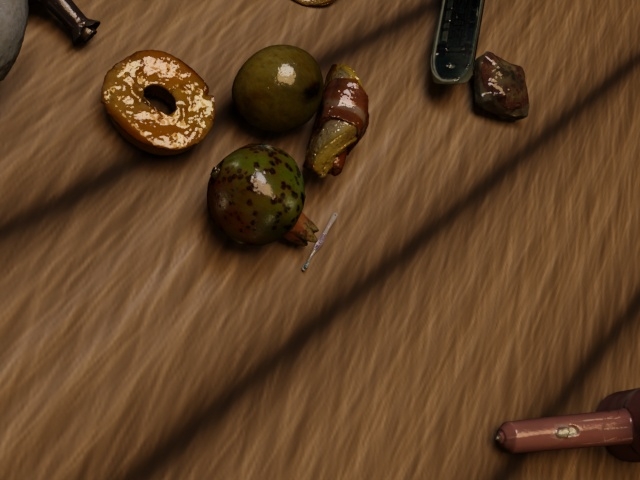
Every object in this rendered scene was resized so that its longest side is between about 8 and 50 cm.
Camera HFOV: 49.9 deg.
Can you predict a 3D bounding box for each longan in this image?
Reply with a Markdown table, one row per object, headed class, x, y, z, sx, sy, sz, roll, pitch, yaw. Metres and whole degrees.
| class | x | y | z | sx | sy | sz | roll | pitch | yaw |
| --- | --- | --- | --- | --- | --- | --- | --- | --- | --- |
| longan | -0.078 | -0.259 | 1.158 | 0.176 | 0.145 | 0.154 | 26 | 20 | 35 |

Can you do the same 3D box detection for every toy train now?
| class | x | y | z | sx | sy | sz | roll | pitch | yaw |
| --- | --- | --- | --- | --- | --- | --- | --- | --- | --- |
| toy train | 0.293 | -0.453 | 1.442 | 0.086 | 0.088 | 0.407 | 6 | 59 | 16 |

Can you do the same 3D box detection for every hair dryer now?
| class | x | y | z | sx | sy | sz | roll | pitch | yaw |
| --- | --- | --- | --- | --- | --- | --- | --- | --- | --- |
| hair dryer | 0.455 | 0.309 | 1.114 | 0.352 | 0.210 | 0.125 | -4 | 73 | -11 |

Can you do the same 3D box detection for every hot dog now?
| class | x | y | z | sx | sy | sz | roll | pitch | yaw |
| --- | --- | --- | --- | --- | --- | --- | --- | --- | --- |
| hot dog | 0.038 | -0.206 | 1.190 | 0.093 | 0.123 | 0.261 | 16 | 65 | -8 |

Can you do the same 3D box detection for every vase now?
| class | x | y | z | sx | sy | sz | roll | pitch | yaw |
| --- | --- | --- | --- | --- | --- | --- | --- | --- | --- |
| vase | -0.424 | -0.388 | 1.073 | 0.183 | 0.120 | 0.120 | 48 | 56 | -15 |

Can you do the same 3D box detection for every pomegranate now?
| class | x | y | z | sx | sy | sz | roll | pitch | yaw |
| --- | --- | --- | --- | --- | --- | --- | --- | --- | --- |
| pomegranate | -0.083 | -0.057 | 1.056 | 0.205 | 0.159 | 0.159 | 38 | 53 | -35 |

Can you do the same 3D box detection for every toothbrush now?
| class | x | y | z | sx | sy | sz | roll | pitch | yaw |
| --- | --- | --- | --- | --- | --- | --- | --- | --- | --- |
| toothbrush | 0.000 | 0.000 | 1.142 | 0.011 | 0.013 | 0.131 | 37 | 54 | -11 |

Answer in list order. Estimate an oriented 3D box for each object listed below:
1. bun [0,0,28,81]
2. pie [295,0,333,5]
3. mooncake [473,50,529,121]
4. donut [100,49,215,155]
| class | x | y | z | sx | sy | sz | roll | pitch | yaw |
| --- | --- | --- | --- | --- | --- | --- | --- | --- | --- |
| bun | -0.571 | -0.293 | 0.894 | 0.362 | 0.211 | 0.362 | 12 | 60 | -22 |
| pie | -0.040 | -0.511 | 1.344 | 0.170 | 0.034 | 0.092 | 32 | 77 | -13 |
| mooncake | 0.372 | -0.317 | 1.418 | 0.130 | 0.073 | 0.125 | 9 | 64 | -33 |
| donut | -0.256 | -0.210 | 1.091 | 0.162 | 0.065 | 0.178 | -35 | 86 | -28 |
